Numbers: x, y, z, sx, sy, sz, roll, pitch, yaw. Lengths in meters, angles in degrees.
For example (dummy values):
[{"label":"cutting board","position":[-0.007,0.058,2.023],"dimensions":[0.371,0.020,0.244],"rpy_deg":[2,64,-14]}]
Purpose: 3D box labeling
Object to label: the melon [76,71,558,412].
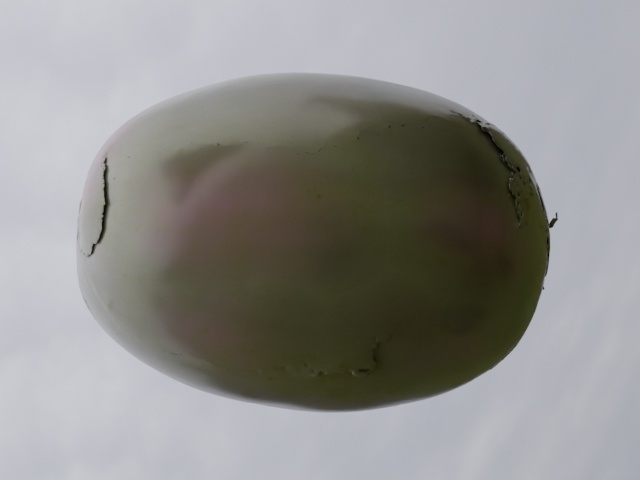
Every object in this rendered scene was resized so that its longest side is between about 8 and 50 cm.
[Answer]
[{"label":"melon","position":[0.000,0.000,1.092],"dimensions":[0.223,0.317,0.223],"rpy_deg":[-175,90,-77]}]
